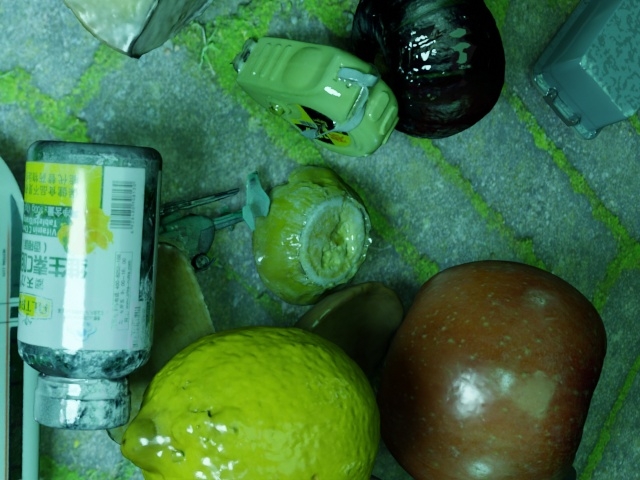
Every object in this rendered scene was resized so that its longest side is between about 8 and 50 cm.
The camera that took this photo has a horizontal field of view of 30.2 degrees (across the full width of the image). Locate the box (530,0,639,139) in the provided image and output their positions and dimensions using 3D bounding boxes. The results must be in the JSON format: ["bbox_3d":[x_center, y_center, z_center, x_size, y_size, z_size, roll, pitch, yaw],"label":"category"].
[{"bbox_3d":[0.451,-0.286,1.868,0.162,0.130,0.227,45,66,-17],"label":"box"}]

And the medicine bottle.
[{"bbox_3d":[-0.241,0.045,1.236,0.141,0.141,0.293,0,94,-39],"label":"medicine bottle"}]

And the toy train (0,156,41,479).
[{"bbox_3d":[-0.347,0.091,1.286,0.088,0.086,0.407,-2,97,-38],"label":"toy train"}]

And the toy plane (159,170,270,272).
[{"bbox_3d":[-0.157,-0.009,1.454,0.235,0.060,0.096,-21,95,-32],"label":"toy plane"}]

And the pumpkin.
[{"bbox_3d":[0.140,-0.248,1.552,0.163,0.233,0.233,-20,109,-19],"label":"pumpkin"}]

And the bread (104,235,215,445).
[{"bbox_3d":[-0.215,0.131,1.392,0.207,0.056,0.287,-22,121,-16],"label":"bread"}]

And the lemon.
[{"bbox_3d":[-0.072,0.214,1.325,0.319,0.245,0.245,-1,96,-36],"label":"lemon"}]

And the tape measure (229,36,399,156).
[{"bbox_3d":[0.014,-0.182,1.487,0.175,0.200,0.106,42,68,-44],"label":"tape measure"}]

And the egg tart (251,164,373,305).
[{"bbox_3d":[0.000,0.000,1.568,0.197,0.078,0.197,-9,105,-37],"label":"egg tart"}]

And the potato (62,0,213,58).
[{"bbox_3d":[-0.227,-0.365,1.330,0.264,0.189,0.211,40,26,-1],"label":"potato"}]

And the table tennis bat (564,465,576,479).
[{"bbox_3d":[0.304,0.446,1.876,0.274,0.021,0.154,-29,140,-23],"label":"table tennis bat"}]

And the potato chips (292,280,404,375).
[{"bbox_3d":[0.022,0.128,1.601,0.208,0.062,0.195,-40,141,-23],"label":"potato chips"}]

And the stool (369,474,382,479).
[{"bbox_3d":[-0.031,0.413,1.527,0.272,0.178,0.272,-6,99,-39],"label":"stool"}]

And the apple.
[{"bbox_3d":[0.236,0.196,1.641,0.348,0.276,0.349,16,90,-77],"label":"apple"}]
